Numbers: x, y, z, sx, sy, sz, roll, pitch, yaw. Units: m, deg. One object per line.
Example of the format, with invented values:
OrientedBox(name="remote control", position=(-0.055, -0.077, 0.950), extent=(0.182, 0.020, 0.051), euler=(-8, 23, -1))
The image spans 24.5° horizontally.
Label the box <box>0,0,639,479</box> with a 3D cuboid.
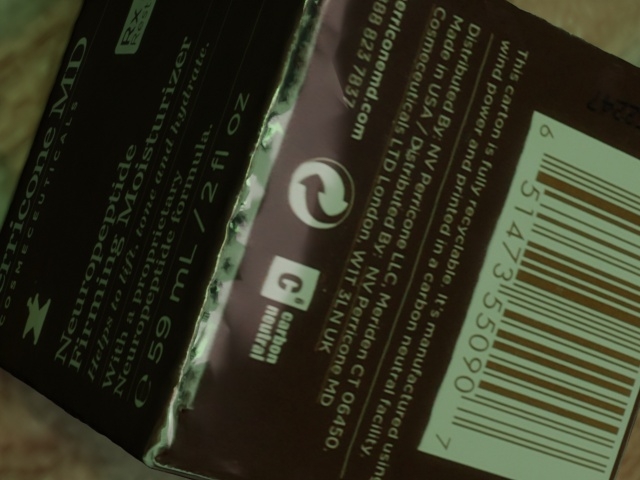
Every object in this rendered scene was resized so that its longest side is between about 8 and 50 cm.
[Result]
OrientedBox(name="box", position=(0.000, 0.000, 0.528), extent=(0.167, 0.203, 0.168), euler=(20, 86, -29))
